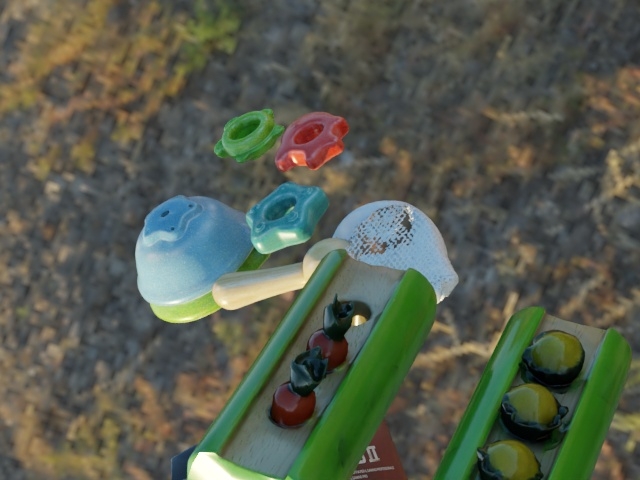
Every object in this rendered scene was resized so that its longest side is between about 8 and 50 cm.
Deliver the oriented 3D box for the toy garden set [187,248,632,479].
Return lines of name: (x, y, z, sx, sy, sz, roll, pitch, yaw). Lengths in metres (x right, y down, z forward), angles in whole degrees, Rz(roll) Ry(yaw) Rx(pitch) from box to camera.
toy garden set: (0.077, 0.086, 0.452, 0.204, 0.244, 0.049, -56, -23, -49)

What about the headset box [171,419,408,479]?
headset box: (-0.027, 0.258, 1.035, 0.218, 0.110, 0.293, -33, 69, 31)

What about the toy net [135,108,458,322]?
toy net: (0.000, 0.000, 0.780, 0.122, 0.045, 0.232, -45, 34, -20)
